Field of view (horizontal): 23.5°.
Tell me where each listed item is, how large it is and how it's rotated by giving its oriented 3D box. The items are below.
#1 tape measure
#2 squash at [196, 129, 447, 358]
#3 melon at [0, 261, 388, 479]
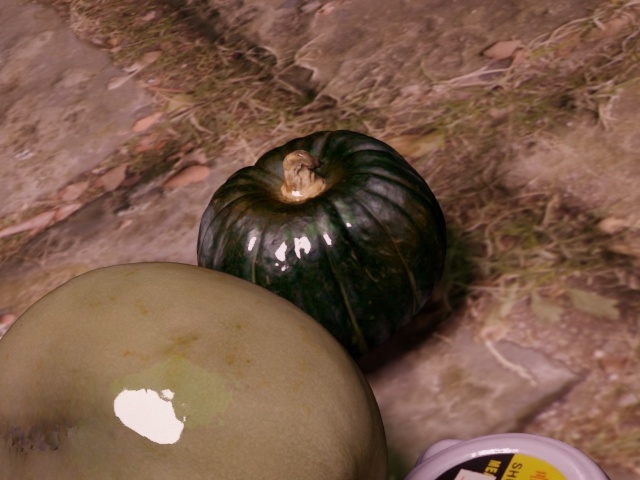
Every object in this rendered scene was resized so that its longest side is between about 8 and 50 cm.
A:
[{"bbox_3d":[0.120,0.221,1.029,0.178,0.105,0.196,7,41,36],"label":"tape measure"},{"bbox_3d":[0.000,0.005,1.269,0.218,0.172,0.218,-33,15,10],"label":"squash"},{"bbox_3d":[-0.105,0.140,1.068,0.308,0.272,0.272,-16,35,25],"label":"melon"}]
